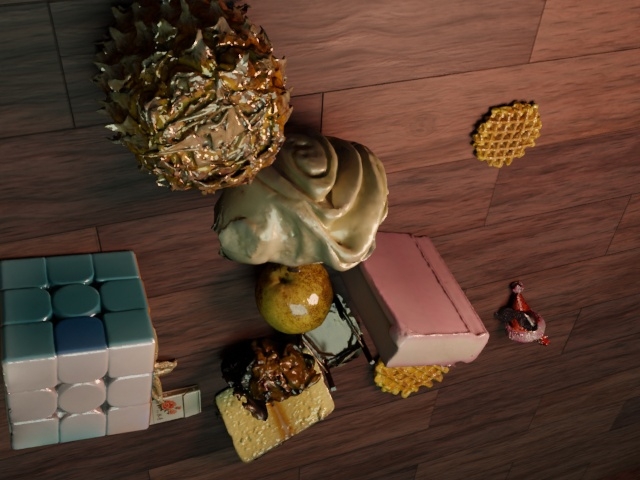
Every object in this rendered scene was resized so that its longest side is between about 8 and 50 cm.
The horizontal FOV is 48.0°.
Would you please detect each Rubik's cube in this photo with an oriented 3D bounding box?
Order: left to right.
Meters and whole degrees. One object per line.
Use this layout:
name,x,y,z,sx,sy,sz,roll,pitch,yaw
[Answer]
Rubik's cube,-0.524,0.227,1.541,0.290,0.291,0.291,-3,131,-22

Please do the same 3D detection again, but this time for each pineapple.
pineapple,-0.218,-0.255,1.239,0.352,0.300,0.352,-14,129,-17

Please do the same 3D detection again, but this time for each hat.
hat,0.633,0.223,2.243,0.129,0.140,0.227,-29,125,-13

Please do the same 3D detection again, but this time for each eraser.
eraser,0.216,0.136,1.770,0.272,0.359,0.122,5,129,-29

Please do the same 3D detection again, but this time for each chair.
chair,0.029,0.245,1.910,0.160,0.319,0.186,-34,104,3

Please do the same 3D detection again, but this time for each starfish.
starfish,-0.480,0.333,1.843,0.231,0.048,0.295,-9,132,-18

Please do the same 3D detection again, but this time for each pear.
pear,-0.071,0.126,1.746,0.197,0.197,0.197,-14,135,-14

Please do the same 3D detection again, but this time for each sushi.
sushi,-0.132,0.355,1.928,0.204,0.200,0.213,-42,134,10

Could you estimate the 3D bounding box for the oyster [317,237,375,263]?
oyster,0.001,0.000,1.707,0.252,0.087,0.199,-35,95,-14

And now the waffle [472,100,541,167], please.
waffle,0.453,-0.256,1.746,0.191,0.038,0.191,-15,136,-15

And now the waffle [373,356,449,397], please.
waffle,0.295,0.388,2.269,0.283,0.065,0.309,-9,137,-16

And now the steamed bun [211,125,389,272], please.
steamed bun,-0.034,-0.108,1.432,0.394,0.346,0.237,-26,135,-29

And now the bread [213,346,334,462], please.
bread,-0.139,0.516,2.205,0.346,0.242,0.405,-26,170,-7

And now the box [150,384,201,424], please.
box,-0.434,0.463,2.004,0.198,0.029,0.109,-10,134,-17
